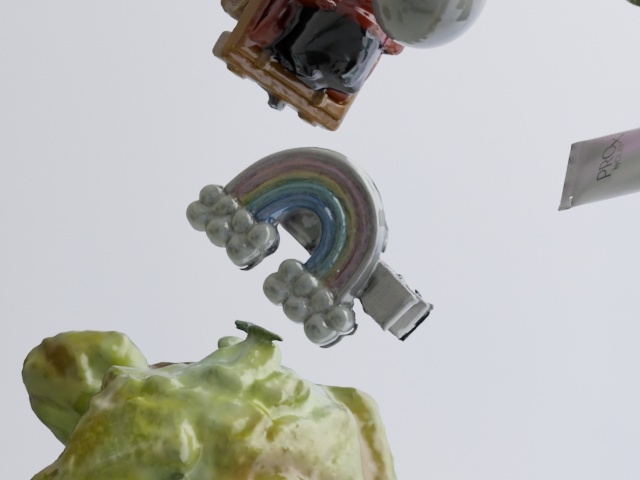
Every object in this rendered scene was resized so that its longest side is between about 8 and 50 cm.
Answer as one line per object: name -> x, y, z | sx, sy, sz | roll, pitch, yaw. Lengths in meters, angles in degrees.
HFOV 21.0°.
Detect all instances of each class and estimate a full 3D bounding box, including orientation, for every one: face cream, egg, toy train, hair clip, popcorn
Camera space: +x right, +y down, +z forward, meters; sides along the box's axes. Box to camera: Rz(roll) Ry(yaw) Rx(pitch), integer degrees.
face cream -> 0.330, -0.084, 1.557 | 0.244, 0.058, 0.092 | -14, -142, 32
egg -> 0.099, -0.229, 1.569 | 0.135, 0.103, 0.103 | 130, -45, -59
toy train -> 0.050, -0.294, 1.743 | 0.369, 0.163, 0.232 | -60, -154, -6
hair clip -> 0.000, 0.000, 1.485 | 0.220, 0.140, 0.054 | 44, 6, 17
popcorn -> -0.067, 0.117, 0.886 | 0.212, 0.198, 0.198 | 45, -44, 38

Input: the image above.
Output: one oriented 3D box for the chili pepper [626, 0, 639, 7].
chili pepper -> 0.362, -0.271, 1.843 | 0.204, 0.072, 0.073 | 34, -45, 17
